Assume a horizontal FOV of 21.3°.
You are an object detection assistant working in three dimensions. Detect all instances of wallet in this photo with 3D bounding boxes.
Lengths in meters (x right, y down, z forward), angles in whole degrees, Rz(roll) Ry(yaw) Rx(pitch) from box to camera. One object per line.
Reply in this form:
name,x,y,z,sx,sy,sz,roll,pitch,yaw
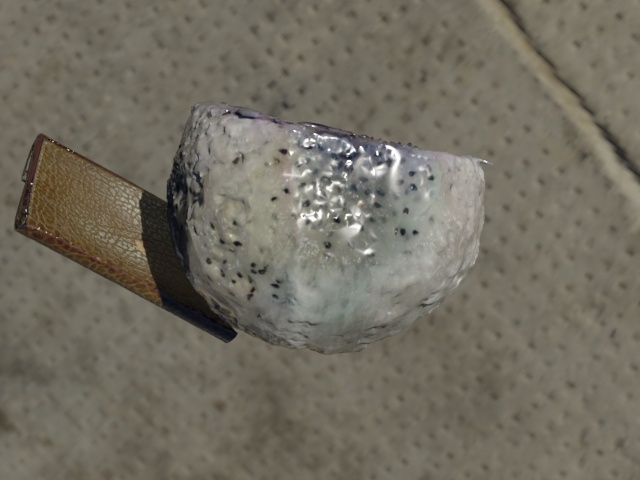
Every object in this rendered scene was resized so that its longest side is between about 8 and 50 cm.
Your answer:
wallet,-0.180,0.000,1.636,0.243,0.133,0.039,30,129,-25

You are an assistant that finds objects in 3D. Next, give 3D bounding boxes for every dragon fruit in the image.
dragon fruit,0.000,0.000,1.473,0.282,0.221,0.204,11,93,-4
